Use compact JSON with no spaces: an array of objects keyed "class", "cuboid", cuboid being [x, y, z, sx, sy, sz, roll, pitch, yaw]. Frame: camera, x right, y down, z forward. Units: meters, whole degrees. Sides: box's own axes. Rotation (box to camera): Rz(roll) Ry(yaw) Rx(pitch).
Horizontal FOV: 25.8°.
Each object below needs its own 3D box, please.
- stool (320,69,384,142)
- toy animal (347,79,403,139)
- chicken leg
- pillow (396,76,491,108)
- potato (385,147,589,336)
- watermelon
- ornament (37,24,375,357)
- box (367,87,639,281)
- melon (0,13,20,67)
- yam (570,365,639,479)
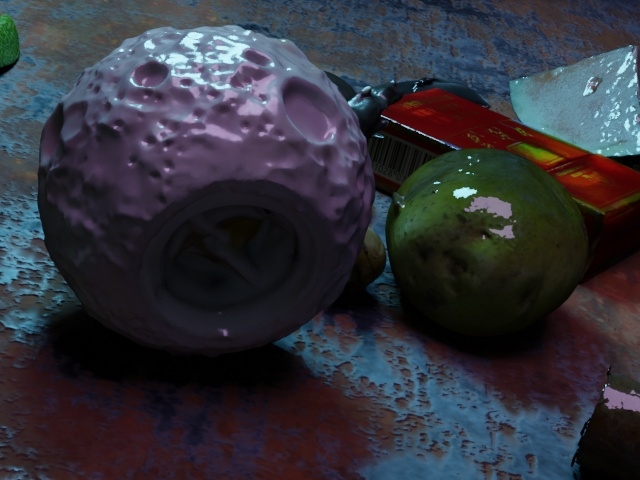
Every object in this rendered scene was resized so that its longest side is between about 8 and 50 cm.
[{"class":"stool","cuboid":[-0.045,-0.117,1.469,0.217,0.125,0.121,13,21,21]},{"class":"toy animal","cuboid":[-0.033,-0.075,1.304,0.114,0.245,0.146,50,16,-6]},{"class":"chicken leg","cuboid":[0.000,0.000,1.292,0.093,0.070,0.178,1,18,-18]},{"class":"pillow","cuboid":[0.155,-0.189,1.867,0.136,0.055,0.091,-3,-4,-44]},{"class":"potato","cuboid":[0.152,-0.006,1.294,0.197,0.148,0.228,13,18,30]},{"class":"watermelon","cuboid":[0.383,-0.161,1.811,0.256,0.176,0.260,41,10,33]},{"class":"ornament","cuboid":[-0.087,-0.044,1.071,0.259,0.259,0.225,6,33,-22]},{"class":"box","cuboid":[0.205,-0.072,1.568,0.313,0.089,0.197,27,23,25]},{"class":"melon","cuboid":[-0.420,-0.210,1.537,0.114,0.053,0.262,12,20,12]},{"class":"yam","cuboid":[0.260,0.158,1.054,0.127,0.084,0.084,25,23,17]}]
